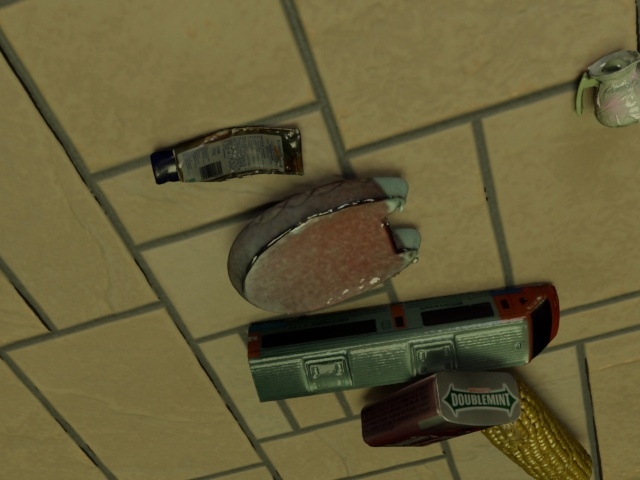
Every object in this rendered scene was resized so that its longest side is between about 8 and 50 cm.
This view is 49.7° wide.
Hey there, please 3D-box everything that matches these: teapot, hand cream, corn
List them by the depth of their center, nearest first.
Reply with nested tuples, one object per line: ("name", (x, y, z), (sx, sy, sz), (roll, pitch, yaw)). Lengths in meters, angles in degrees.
("teapot", (0.299, -0.155, 0.709), (0.083, 0.064, 0.064), (-6, 126, 42))
("hand cream", (-0.101, -0.088, 0.748), (0.163, 0.039, 0.062), (-8, 125, -5))
("corn", (0.315, 0.294, 1.015), (0.106, 0.106, 0.293), (-34, 122, 20))

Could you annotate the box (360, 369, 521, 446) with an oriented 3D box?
("box", (0.150, 0.226, 0.913), (0.120, 0.069, 0.224), (6, 155, -22))

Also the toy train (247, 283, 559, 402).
("toy train", (0.112, 0.135, 0.894), (0.409, 0.089, 0.086), (-8, 122, 3))

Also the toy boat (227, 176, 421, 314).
("toy boat", (0.000, 0.000, 0.803), (0.227, 0.085, 0.155), (-22, 134, -1))
